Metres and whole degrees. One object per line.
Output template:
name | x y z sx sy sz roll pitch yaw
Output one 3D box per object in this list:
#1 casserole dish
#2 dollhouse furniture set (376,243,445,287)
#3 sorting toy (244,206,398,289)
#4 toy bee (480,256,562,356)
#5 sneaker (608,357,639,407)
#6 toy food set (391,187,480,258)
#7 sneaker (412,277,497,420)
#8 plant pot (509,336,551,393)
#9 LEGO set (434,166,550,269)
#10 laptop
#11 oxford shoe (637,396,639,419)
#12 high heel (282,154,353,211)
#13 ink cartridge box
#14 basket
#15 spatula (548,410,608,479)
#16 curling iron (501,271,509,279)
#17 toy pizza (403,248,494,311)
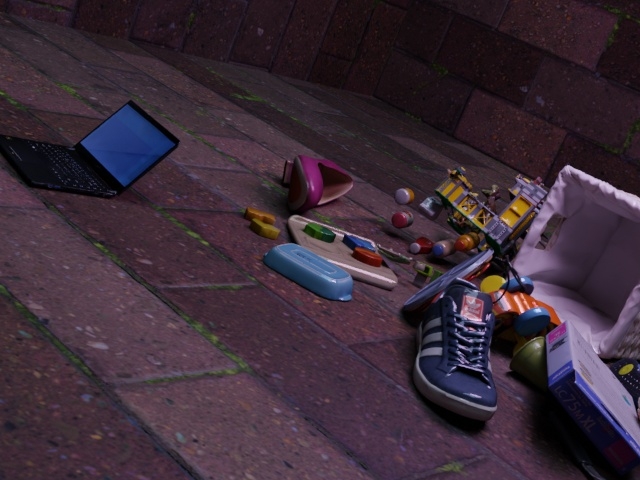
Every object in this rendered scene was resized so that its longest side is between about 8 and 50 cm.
casserole dish | -0.019 0.053 1.767 0.188 0.037 0.114 28 16 22
dollhouse furniture set | 0.178 0.064 1.962 0.152 0.058 0.076 25 3 27
sorting toy | 0.000 0.000 1.950 0.307 0.041 0.229 18 16 -14
toy bee | 0.341 0.133 1.814 0.298 0.162 0.195 49 18 -32
sneaker | 0.613 0.289 1.822 0.082 0.069 0.209 52 1 -13
toy food set | 0.247 -0.029 2.231 0.232 0.111 0.104 40 21 17
sneaker | 0.229 0.159 1.549 0.131 0.148 0.350 20 16 -8
plant pot | 0.393 0.228 1.695 0.083 0.083 0.079 4 37 -48
LEGO set | 0.428 -0.085 2.290 0.255 0.192 0.331 42 -3 31
laptop | -0.444 -0.190 1.800 0.264 0.136 0.234 8 21 -41
oxford shoe | 0.571 0.312 1.540 0.147 0.140 0.397 25 16 22
high heel | 0.015 -0.133 2.224 0.181 0.127 0.377 9 15 -8
ink cartridge box | 0.446 0.257 1.560 0.185 0.065 0.311 50 15 -2
basket | 0.653 0.059 2.122 0.266 0.328 0.331 12 18 -38
spatula | 0.408 0.340 1.416 0.084 0.030 0.296 16 18 -21
curling iron | 0.533 0.108 2.323 0.274 0.035 0.068 10 16 -39
toy pizza | 0.244 0.081 1.792 0.032 0.201 0.201 56 20 1
